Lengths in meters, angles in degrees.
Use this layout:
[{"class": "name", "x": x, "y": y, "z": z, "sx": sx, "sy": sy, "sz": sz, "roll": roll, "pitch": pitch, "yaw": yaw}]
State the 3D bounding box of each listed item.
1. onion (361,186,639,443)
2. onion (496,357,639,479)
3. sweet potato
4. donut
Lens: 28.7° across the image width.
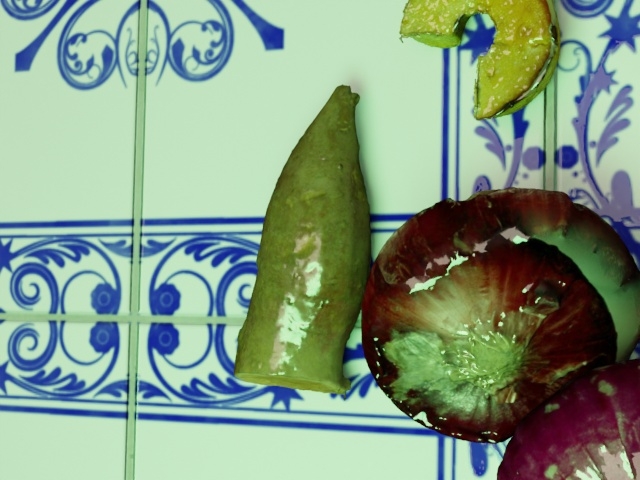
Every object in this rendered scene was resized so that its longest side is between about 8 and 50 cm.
[{"class": "onion", "x": 0.172, "y": 0.054, "z": 1.207, "sx": 0.272, "sy": 0.195, "sz": 0.272, "roll": -2, "pitch": 121, "yaw": -3}, {"class": "onion", "x": 0.289, "y": 0.218, "z": 1.104, "sx": 0.256, "sy": 0.272, "sz": 0.230, "roll": -37, "pitch": 78, "yaw": -16}, {"class": "sweet potato", "x": -0.003, "y": -0.001, "z": 1.322, "sx": 0.131, "sy": 0.131, "sz": 0.336, "roll": 13, "pitch": 93, "yaw": 25}, {"class": "donut", "x": 0.177, "y": -0.213, "z": 1.281, "sx": 0.146, "sy": 0.078, "sz": 0.181, "roll": -46, "pitch": 63, "yaw": 14}]
